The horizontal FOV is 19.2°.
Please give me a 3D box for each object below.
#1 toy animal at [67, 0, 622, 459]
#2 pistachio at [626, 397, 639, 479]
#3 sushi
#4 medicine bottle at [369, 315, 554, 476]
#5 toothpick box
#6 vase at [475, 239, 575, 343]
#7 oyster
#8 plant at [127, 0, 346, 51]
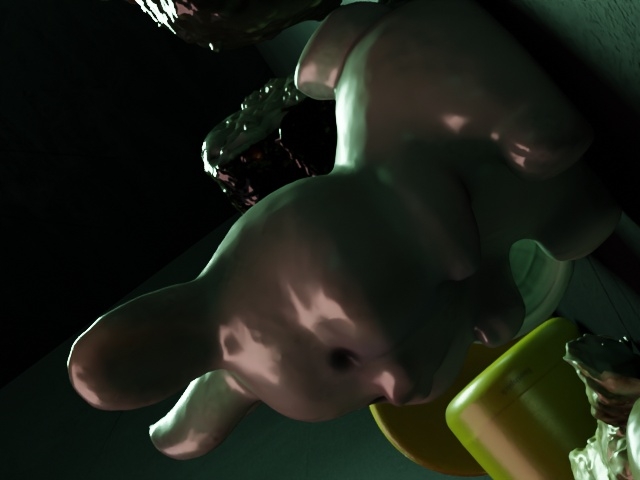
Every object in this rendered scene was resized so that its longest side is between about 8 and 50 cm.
[{"bbox_3d":[0.009,0.003,1.263,0.241,0.367,0.196,39,174,33],"label":"toy animal"},{"bbox_3d":[0.270,0.158,1.242,0.124,0.124,0.185,54,-176,-45],"label":"pistachio"},{"bbox_3d":[0.020,-0.087,1.428,0.115,0.212,0.147,52,177,-15],"label":"sushi"},{"bbox_3d":[0.174,0.157,2.262,0.238,0.238,0.232,53,-179,4],"label":"medicine bottle"},{"bbox_3d":[0.277,0.232,1.993,0.271,0.175,0.175,50,179,9],"label":"toothpick box"},{"bbox_3d":[0.117,-0.023,1.659,0.143,0.143,0.299,53,-178,-17],"label":"vase"},{"bbox_3d":[0.288,0.201,1.692,0.238,0.115,0.351,53,163,11],"label":"oyster"},{"bbox_3d":[-0.071,-0.232,1.438,0.178,0.204,0.234,63,168,-3],"label":"plant"}]
